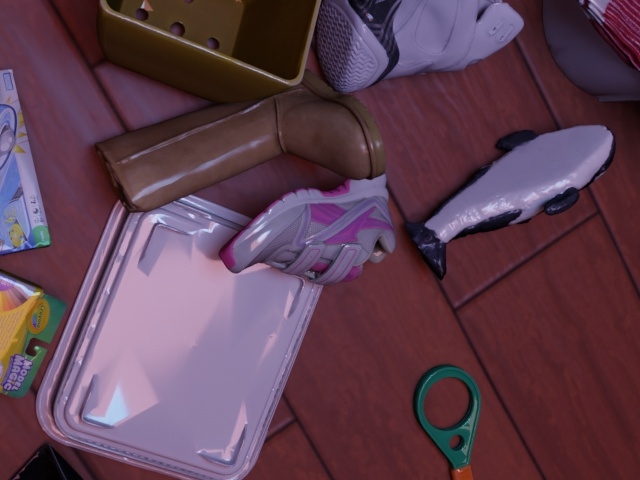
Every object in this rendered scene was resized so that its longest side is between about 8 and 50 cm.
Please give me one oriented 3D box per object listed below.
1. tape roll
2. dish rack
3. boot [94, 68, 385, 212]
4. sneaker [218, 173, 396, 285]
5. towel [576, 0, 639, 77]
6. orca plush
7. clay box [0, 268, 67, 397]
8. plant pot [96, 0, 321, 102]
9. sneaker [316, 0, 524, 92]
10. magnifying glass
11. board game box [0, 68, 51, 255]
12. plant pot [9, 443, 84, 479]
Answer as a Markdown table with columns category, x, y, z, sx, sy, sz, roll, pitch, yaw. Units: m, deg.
| category | x | y | z | sx | sy | sz | roll | pitch | yaw |
| --- | --- | --- | --- | --- | --- | --- | --- | --- | --- |
| tape roll | 0.432 | -0.301 | 1.322 | 0.246 | 0.169 | 0.246 | -2 | 96 | -18 |
| dish rack | -0.155 | 0.122 | 1.235 | 0.285 | 0.072 | 0.333 | 22 | 88 | -18 |
| boot | -0.091 | -0.090 | 1.157 | 0.269 | 0.236 | 0.089 | -22 | 122 | -17 |
| sneaker | 0.000 | 0.000 | 1.206 | 0.252 | 0.103 | 0.111 | -19 | 80 | -35 |
| towel | 0.475 | -0.260 | 1.232 | 0.329 | 0.037 | 0.237 | 42 | 82 | -17 |
| orca plush | 0.257 | -0.039 | 1.333 | 0.287 | 0.151 | 0.102 | -41 | 137 | -13 |
| clay box | -0.411 | 0.079 | 1.155 | 0.222 | 0.053 | 0.127 | 26 | 86 | -19 |
| plant pot | -0.129 | -0.262 | 1.119 | 0.212 | 0.187 | 0.212 | 19 | 70 | -19 |
| sneaker | 0.137 | -0.318 | 1.168 | 0.210 | 0.366 | 0.137 | -8 | 58 | -25 |
| magnifying glass | 0.182 | 0.278 | 1.385 | 0.092 | 0.026 | 0.231 | -15 | 99 | -16 |
| board game box | -0.383 | -0.078 | 1.127 | 0.136 | 0.035 | 0.201 | -13 | 89 | -24 |
| plant pot | -0.296 | 0.380 | 1.167 | 0.188 | 0.187 | 0.167 | -47 | 119 | -8 |
